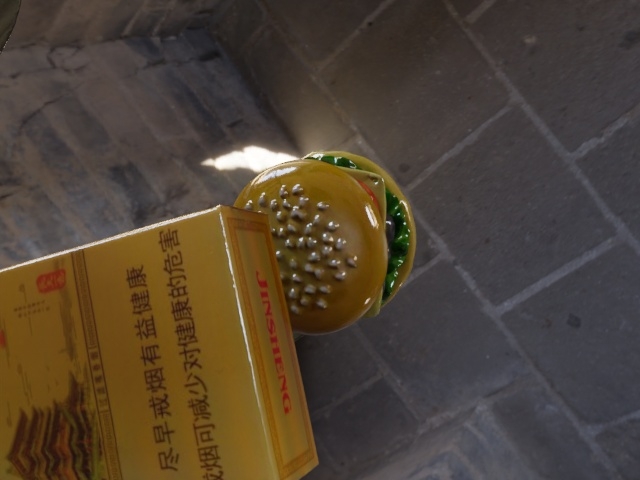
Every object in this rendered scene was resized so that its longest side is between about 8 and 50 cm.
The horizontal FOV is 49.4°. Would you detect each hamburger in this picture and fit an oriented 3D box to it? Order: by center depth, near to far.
[{"bbox_3d":[0.000,0.000,0.592,0.162,0.115,0.162,4,100,24],"label":"hamburger"}]

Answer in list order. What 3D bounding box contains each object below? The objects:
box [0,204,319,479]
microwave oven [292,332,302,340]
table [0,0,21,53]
[{"bbox_3d":[-0.153,0.094,0.474,0.274,0.076,0.174,-15,82,18],"label":"box"},{"bbox_3d":[-0.096,0.065,0.855,0.129,0.163,0.205,44,124,-15],"label":"microwave oven"},{"bbox_3d":[-0.412,-0.146,0.492,0.317,0.317,0.249,49,123,8],"label":"table"}]
